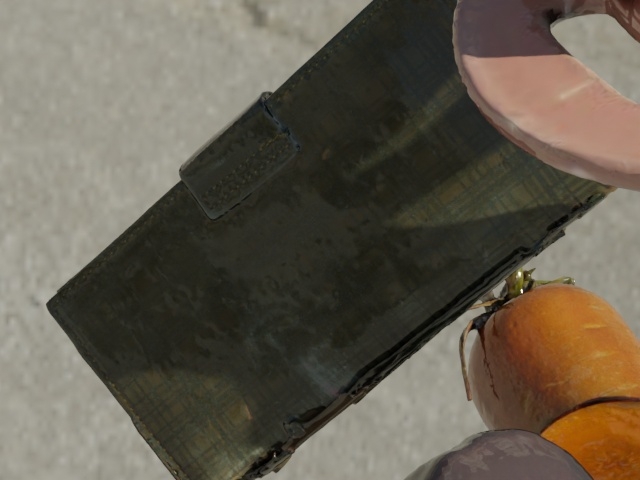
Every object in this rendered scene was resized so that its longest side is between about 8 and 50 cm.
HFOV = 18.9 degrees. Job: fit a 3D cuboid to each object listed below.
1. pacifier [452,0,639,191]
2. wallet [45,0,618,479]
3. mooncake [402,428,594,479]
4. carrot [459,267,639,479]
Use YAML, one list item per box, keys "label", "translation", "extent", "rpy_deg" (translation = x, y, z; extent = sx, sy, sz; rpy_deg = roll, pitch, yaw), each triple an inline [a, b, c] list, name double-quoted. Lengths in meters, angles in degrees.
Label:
- label: "pacifier"
  translation: [0.218, -0.108, 0.803]
  extent: [0.332, 0.273, 0.220]
  rpy_deg: [-29, 4, -10]
- label: "wallet"
  translation: [0.000, 0.000, 1.073]
  extent: [0.169, 0.317, 0.044]
  rpy_deg: [51, 22, 6]
- label: "mooncake"
  translation: [0.176, 0.328, 1.846]
  extent: [0.283, 0.141, 0.283]
  rpy_deg: [17, 56, -27]
- label: "carrot"
  translation: [0.262, 0.157, 2.131]
  extent: [0.214, 0.193, 0.331]
  rpy_deg: [-18, 42, -7]
